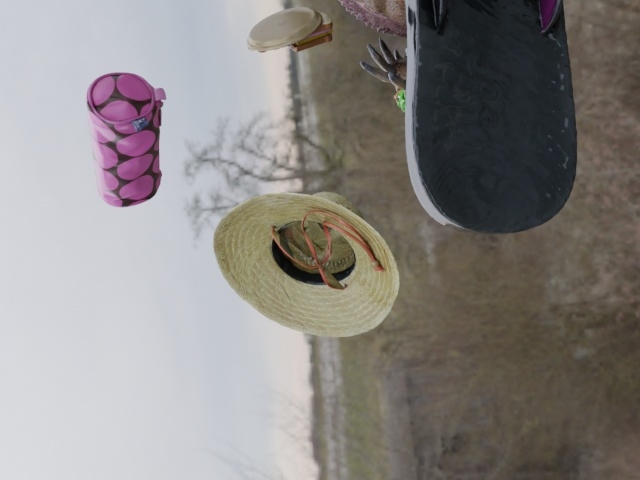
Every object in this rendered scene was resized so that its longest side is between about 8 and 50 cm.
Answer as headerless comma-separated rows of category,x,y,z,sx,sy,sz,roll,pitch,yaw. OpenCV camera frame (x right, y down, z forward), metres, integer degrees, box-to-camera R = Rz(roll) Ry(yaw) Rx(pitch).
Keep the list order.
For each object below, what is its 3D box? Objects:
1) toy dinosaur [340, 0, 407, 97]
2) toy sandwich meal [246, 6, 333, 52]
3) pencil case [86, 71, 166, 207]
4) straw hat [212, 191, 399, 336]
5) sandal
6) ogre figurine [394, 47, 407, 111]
toy dinosaur,0.078,-0.260,1.059,0.200,0.295,0.127,-54,3,9
toy sandwich meal,-0.030,-0.198,0.964,0.085,0.085,0.029,-94,-15,-55
pencil case,-0.255,-0.128,1.329,0.209,0.098,0.095,107,142,-60
straw hat,0.000,0.000,0.711,0.144,0.144,0.061,82,-155,-44
sandal,0.129,-0.229,0.752,0.107,0.167,0.446,155,107,-79
ogre figurine,0.178,-0.213,1.512,0.197,0.097,0.118,32,-166,-50
